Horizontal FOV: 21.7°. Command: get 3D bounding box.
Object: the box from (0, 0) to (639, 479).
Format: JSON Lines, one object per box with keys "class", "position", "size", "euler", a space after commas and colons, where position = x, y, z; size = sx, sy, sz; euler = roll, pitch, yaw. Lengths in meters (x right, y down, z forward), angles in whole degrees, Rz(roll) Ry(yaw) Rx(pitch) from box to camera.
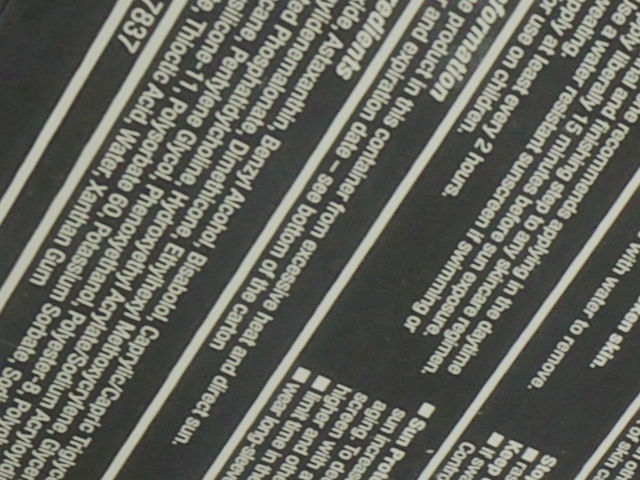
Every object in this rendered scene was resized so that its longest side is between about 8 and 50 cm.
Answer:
{"class": "box", "position": [0.000, 0.000, 0.523], "size": [0.294, 0.296, 0.183], "euler": [26, 18, -25]}
